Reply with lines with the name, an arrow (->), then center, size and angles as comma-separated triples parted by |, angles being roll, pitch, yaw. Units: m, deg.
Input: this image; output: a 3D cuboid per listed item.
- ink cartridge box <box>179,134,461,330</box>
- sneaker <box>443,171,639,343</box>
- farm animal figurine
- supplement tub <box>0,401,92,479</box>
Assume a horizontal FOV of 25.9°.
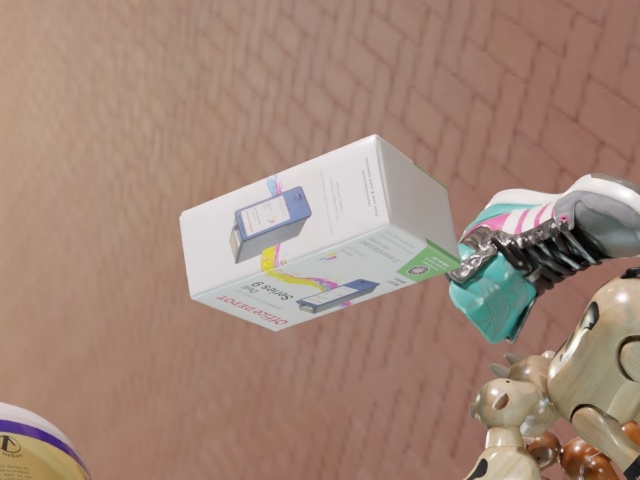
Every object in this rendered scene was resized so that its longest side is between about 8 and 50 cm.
ink cartridge box -> 0.000, 0.000, 1.283 | 0.212, 0.154, 0.093 | -19, 66, 24
sneaker -> 0.225, 0.025, 1.465 | 0.178, 0.124, 0.295 | -49, 17, -20
farm animal figurine -> 0.228, 0.151, 1.256 | 0.172, 0.330, 0.327 | 43, 115, 15
supplement tub -> -0.228, 0.293, 0.921 | 0.331, 0.241, 0.241 | 56, 138, 45
